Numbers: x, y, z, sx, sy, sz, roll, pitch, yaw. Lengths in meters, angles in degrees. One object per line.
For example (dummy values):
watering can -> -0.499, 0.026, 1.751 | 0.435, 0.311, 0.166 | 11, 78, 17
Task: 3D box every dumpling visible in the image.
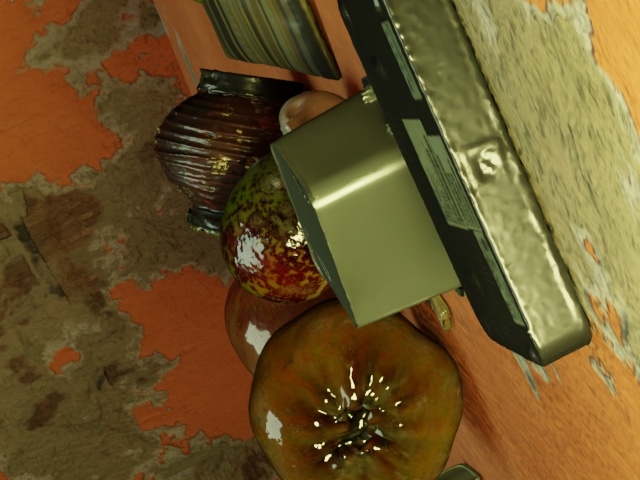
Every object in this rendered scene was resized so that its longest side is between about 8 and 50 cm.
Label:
dumpling -> 0.017, -0.102, 1.923 | 0.176, 0.092, 0.150 | 139, 106, -86

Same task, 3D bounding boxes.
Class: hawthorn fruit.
hawthorn fruit -> 0.039, 0.196, 2.149 | 0.301, 0.267, 0.268 | -124, 10, -81

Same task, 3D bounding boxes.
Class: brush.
brush -> 0.116, 0.039, 2.022 | 0.043, 0.014, 0.170 | 75, 169, -49

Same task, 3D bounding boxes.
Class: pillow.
pillow -> -0.081, -0.288, 1.970 | 0.212, 0.052, 0.208 | 16, 140, 46

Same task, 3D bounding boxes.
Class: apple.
apple -> -0.016, 0.118, 2.430 | 0.254, 0.253, 0.253 | 63, 173, 13

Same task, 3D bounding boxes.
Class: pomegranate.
pomegranate -> 0.000, 0.000, 2.064 | 0.248, 0.214, 0.214 | 38, 166, 14

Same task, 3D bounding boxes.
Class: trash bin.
trash bin -> 0.214, 0.390, 2.372 | 0.130, 0.059, 0.116 | 66, 171, -7

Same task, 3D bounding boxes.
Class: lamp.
lamp -> -0.104, -0.112, 2.248 | 0.247, 0.247, 0.247 | 63, 173, 13

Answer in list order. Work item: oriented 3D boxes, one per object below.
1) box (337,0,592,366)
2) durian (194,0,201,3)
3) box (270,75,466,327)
box -> 0.116, -0.067, 1.432 | 0.350, 0.058, 0.211 | 65, 173, -7
durian -> -0.132, -0.366, 2.121 | 0.250, 0.101, 0.139 | 141, 137, -82
box -> 0.051, -0.032, 1.738 | 0.163, 0.135, 0.243 | 57, 170, 47
